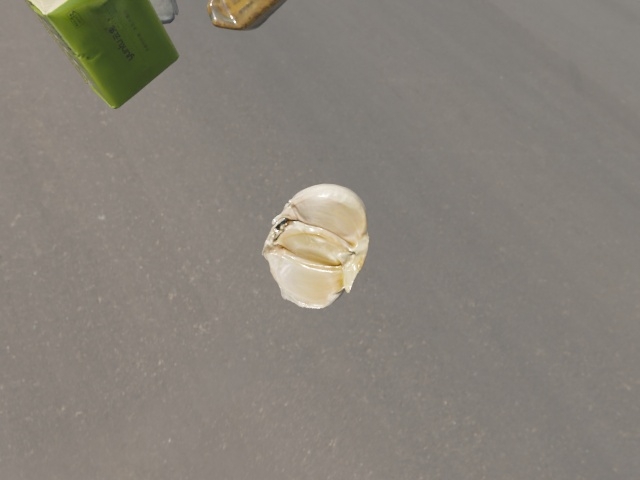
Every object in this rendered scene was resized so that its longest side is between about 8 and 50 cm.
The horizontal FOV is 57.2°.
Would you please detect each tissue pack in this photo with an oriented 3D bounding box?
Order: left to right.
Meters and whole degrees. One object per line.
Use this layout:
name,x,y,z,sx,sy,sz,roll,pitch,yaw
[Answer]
tissue pack,-0.459,-0.457,1.241,0.200,0.275,0.167,-44,62,-12

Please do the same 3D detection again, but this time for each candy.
candy,-0.095,-0.489,1.108,0.101,0.271,0.143,61,32,-10

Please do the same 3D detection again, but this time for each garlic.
garlic,0.000,0.000,1.084,0.178,0.229,0.143,22,20,3

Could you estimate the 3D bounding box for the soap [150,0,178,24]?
soap,-0.603,-0.755,1.685,0.350,0.213,0.435,-16,38,-26
